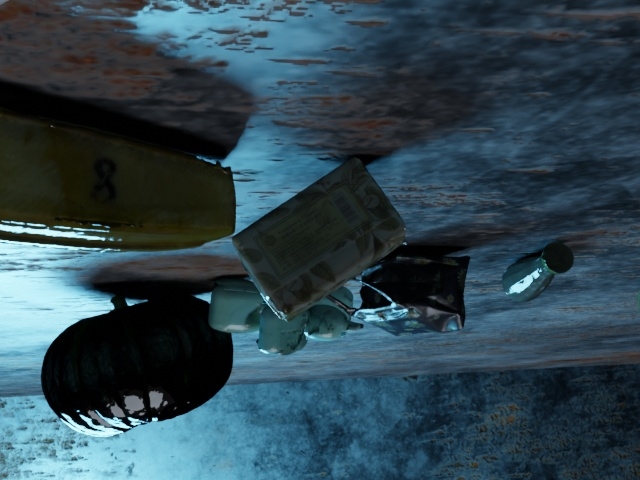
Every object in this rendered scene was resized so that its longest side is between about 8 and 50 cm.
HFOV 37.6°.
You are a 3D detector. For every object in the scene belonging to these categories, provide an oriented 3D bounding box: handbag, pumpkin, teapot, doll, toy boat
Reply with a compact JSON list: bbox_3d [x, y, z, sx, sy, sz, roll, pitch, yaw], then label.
[{"bbox_3d":[0.056,0.048,0.881,0.139,0.072,0.115,9,167,-33],"label":"handbag"},{"bbox_3d":[-0.192,0.125,0.991,0.202,0.140,0.202,-15,179,0],"label":"pumpkin"},{"bbox_3d":[0.215,0.030,0.923,0.042,0.043,0.111,-2,165,-8],"label":"teapot"},{"bbox_3d":[-0.030,0.073,0.960,0.158,0.059,0.159,4,-174,-33],"label":"doll"},{"bbox_3d":[-0.132,-0.027,0.495,0.088,0.068,0.226,-8,172,38],"label":"toy boat"}]

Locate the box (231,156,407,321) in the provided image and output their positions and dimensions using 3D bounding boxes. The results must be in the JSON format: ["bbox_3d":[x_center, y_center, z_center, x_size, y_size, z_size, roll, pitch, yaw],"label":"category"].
[{"bbox_3d":[0.000,0.000,0.580,0.098,0.062,0.045,-32,168,-4],"label":"box"}]

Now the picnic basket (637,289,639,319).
[{"bbox_3d":[0.513,0.113,1.107,0.139,0.165,0.266,3,166,-21],"label":"picnic basket"}]

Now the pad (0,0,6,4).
[{"bbox_3d":[-0.086,-0.069,0.239,0.232,0.004,0.156,-13,-159,37],"label":"pad"}]
